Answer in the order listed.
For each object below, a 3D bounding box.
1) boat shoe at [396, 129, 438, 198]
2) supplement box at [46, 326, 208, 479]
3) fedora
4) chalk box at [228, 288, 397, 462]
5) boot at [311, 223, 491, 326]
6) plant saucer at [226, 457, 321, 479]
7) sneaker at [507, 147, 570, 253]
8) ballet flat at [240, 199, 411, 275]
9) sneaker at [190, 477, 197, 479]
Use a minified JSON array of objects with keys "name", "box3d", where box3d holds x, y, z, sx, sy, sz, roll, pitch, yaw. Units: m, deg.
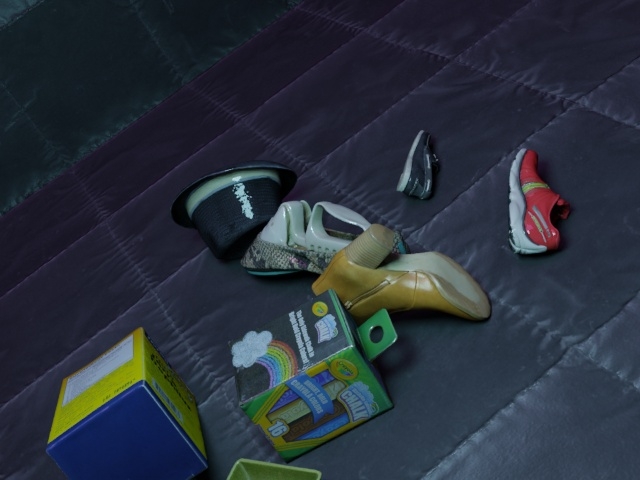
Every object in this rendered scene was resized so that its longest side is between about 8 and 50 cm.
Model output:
[{"name":"boat shoe","box3d":[0.235,-0.175,1.915,0.079,0.084,0.233,18,39,2]},{"name":"supplement box","box3d":[-0.352,0.332,1.521,0.194,0.195,0.356,-34,15,-5]},{"name":"fedora","box3d":[-0.193,-0.053,1.956,0.334,0.334,0.152,-22,69,14]},{"name":"chalk box","box3d":[0.008,0.227,1.485,0.289,0.179,0.180,-27,34,5]},{"name":"boot","box3d":[0.148,0.105,1.552,0.211,0.295,0.104,-51,11,39]},{"name":"plant saucer","box3d":[-0.099,0.468,1.381,0.188,0.045,0.188,-2,44,35]},{"name":"sneaker","box3d":[0.431,-0.074,1.628,0.118,0.107,0.279,1,46,12]},{"name":"ballet flat","box3d":[0.000,0.000,1.760,0.483,0.182,0.164,9,28,44]},{"name":"sneaker","box3d":[-0.317,0.535,1.427,0.302,0.108,0.121,-47,23,-18]}]
